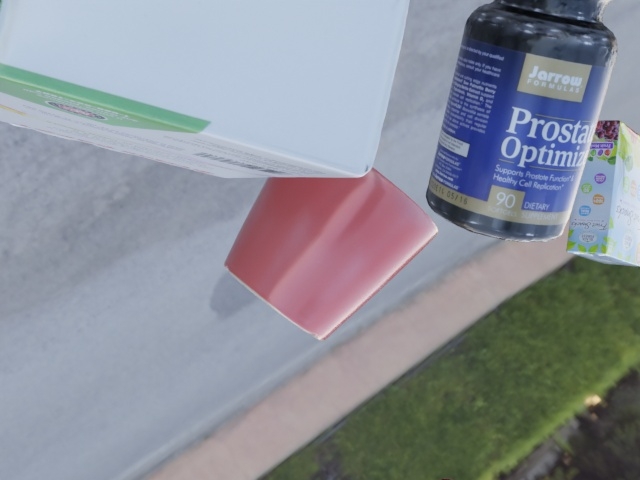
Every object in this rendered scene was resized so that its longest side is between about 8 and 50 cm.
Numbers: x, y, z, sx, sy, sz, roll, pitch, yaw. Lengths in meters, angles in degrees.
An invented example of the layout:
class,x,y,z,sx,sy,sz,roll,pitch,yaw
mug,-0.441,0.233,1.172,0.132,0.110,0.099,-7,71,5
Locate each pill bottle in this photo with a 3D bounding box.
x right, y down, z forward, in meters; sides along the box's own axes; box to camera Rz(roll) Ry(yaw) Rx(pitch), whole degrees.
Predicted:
class,x,y,z,sx,sy,sz,roll,pitch,yaw
pill bottle,0.167,-0.119,0.675,0.122,0.122,0.219,-16,123,-52

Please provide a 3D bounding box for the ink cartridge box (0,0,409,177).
class,x,y,z,sx,sy,sz,roll,pitch,yaw
ink cartridge box,-0.101,-0.117,0.538,0.278,0.201,0.117,10,-93,68

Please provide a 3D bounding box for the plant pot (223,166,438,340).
class,x,y,z,sx,sy,sz,roll,pitch,yaw
plant pot,0.000,0.000,1.269,0.243,0.275,0.275,-53,162,-1

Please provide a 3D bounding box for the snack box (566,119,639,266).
class,x,y,z,sx,sy,sz,roll,pitch,yaw
snack box,0.462,-0.070,1.318,0.174,0.070,0.207,11,86,-51

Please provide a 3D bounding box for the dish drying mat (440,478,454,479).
class,x,y,z,sx,sy,sz,roll,pitch,yaw
dish drying mat,0.059,0.080,0.172,0.008,0.083,0.032,-47,-174,-12
